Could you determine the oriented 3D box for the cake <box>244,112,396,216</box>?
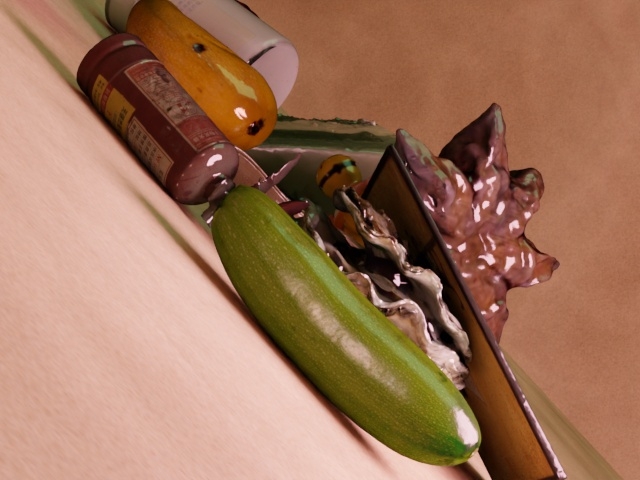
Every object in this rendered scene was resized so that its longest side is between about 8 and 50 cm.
[{"bbox_3d":[-0.010,-0.132,2.307,0.283,0.172,0.158,39,-1,-30],"label":"cake"}]

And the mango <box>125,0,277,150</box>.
[{"bbox_3d":[-0.159,-0.206,2.075,0.262,0.109,0.157,43,13,28],"label":"mango"}]

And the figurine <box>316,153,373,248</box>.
[{"bbox_3d":[0.121,0.014,2.077,0.320,0.196,0.323,56,-2,0],"label":"figurine"}]

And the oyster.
[{"bbox_3d":[0.059,0.067,1.537,0.267,0.112,0.198,58,0,-27],"label":"oyster"}]

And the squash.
[{"bbox_3d":[0.011,0.073,1.328,0.292,0.082,0.082,45,5,15],"label":"squash"}]

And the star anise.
[{"bbox_3d":[0.139,0.001,1.830,0.108,0.315,0.315,26,-12,47],"label":"star anise"}]

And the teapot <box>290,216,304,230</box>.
[{"bbox_3d":[-0.015,0.024,1.608,0.068,0.076,0.121,-27,102,-74],"label":"teapot"}]

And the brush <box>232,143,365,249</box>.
[{"bbox_3d":[-0.009,0.008,1.849,0.327,0.070,0.065,42,16,-28],"label":"brush"}]

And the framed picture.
[{"bbox_3d":[0.126,0.087,1.607,0.338,0.014,0.255,63,-10,8],"label":"framed picture"}]

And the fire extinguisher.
[{"bbox_3d":[-0.114,-0.095,1.514,0.252,0.106,0.075,48,17,25],"label":"fire extinguisher"}]

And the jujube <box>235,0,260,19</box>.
[{"bbox_3d":[-0.139,-0.261,2.414,0.168,0.168,0.236,42,9,-38],"label":"jujube"}]

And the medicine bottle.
[{"bbox_3d":[-0.162,-0.271,2.248,0.258,0.143,0.143,39,2,26],"label":"medicine bottle"}]
